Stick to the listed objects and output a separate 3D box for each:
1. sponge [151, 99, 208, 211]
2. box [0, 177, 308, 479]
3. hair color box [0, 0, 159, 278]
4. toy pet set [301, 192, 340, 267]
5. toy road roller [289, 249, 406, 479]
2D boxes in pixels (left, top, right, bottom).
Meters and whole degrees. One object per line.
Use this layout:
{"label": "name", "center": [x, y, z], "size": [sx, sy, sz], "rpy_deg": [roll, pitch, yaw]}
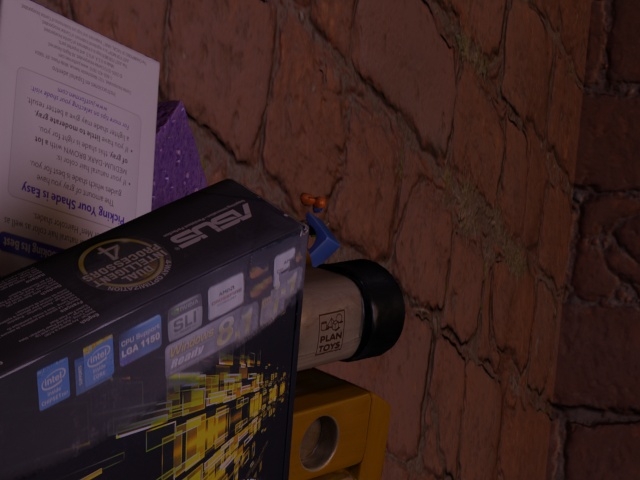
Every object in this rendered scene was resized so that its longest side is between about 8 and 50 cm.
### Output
{"label": "sponge", "center": [-0.146, -0.023, 1.623], "size": [0.117, 0.031, 0.210], "rpy_deg": [-62, 146, -46]}
{"label": "box", "center": [-0.185, 0.167, 1.089], "size": [0.395, 0.097, 0.318], "rpy_deg": [-26, 133, -37]}
{"label": "hair color box", "center": [-0.224, 0.004, 1.230], "size": [0.185, 0.110, 0.339], "rpy_deg": [22, 65, -53]}
{"label": "toy pet set", "center": [0.000, 0.000, 1.938], "size": [0.114, 0.065, 0.122], "rpy_deg": [33, 61, -65]}
{"label": "toy road roller", "center": [-0.079, 0.145, 1.517], "size": [0.202, 0.240, 0.330], "rpy_deg": [-9, 109, -47]}
